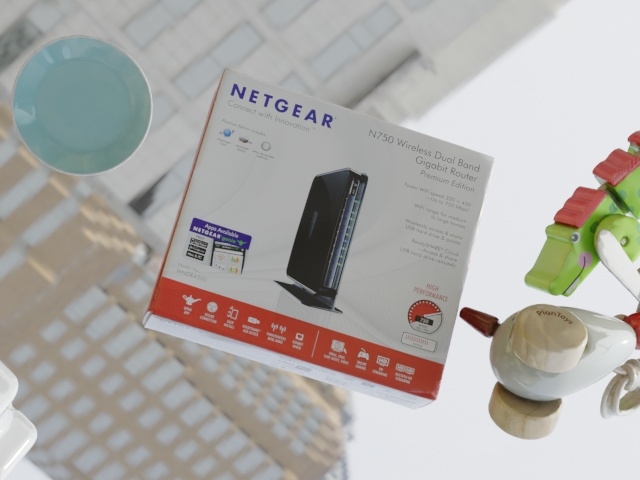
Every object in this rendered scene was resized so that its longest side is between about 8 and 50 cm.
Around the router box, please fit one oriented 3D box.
[{"bbox_3d":[0.000,0.000,1.746,0.082,0.335,0.301,131,-25,-72],"label":"router box"}]

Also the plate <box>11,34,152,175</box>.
[{"bbox_3d":[-0.317,-0.180,2.046,0.188,0.188,0.024,-41,-172,6],"label":"plate"}]

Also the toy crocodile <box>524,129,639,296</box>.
[{"bbox_3d":[0.380,-0.064,1.919,0.340,0.105,0.115,-45,-157,-6],"label":"toy crocodile"}]

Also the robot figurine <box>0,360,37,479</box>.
[{"bbox_3d":[-0.525,0.173,1.932,0.300,0.353,0.200,-37,-168,36],"label":"robot figurine"}]

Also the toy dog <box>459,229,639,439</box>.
[{"bbox_3d":[0.291,0.096,1.788,0.161,0.334,0.220,43,-63,29],"label":"toy dog"}]
